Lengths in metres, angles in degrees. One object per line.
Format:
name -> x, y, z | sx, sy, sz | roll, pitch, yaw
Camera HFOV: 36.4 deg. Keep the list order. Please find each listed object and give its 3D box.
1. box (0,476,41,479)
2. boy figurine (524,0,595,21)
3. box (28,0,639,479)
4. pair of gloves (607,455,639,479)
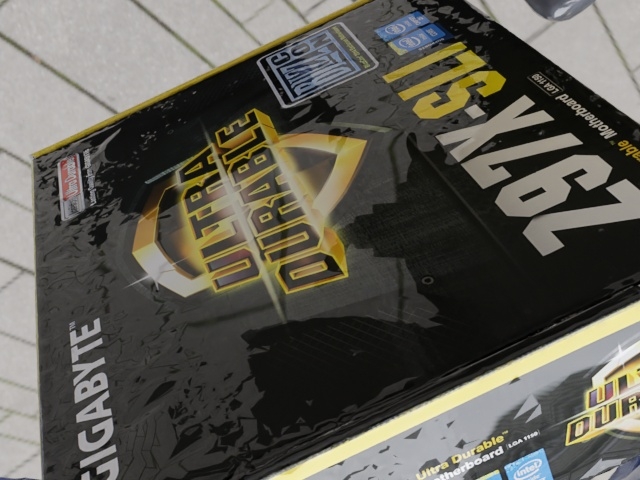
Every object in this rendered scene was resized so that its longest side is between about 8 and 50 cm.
box -> -0.156, 0.233, 0.648 | 0.037, 0.136, 0.225 | -13, 157, 24
boy figurine -> 0.054, -0.158, 0.377 | 0.177, 0.092, 0.285 | -32, 166, 33
box -> 0.000, 0.000, 0.446 | 0.257, 0.322, 0.079 | -24, 123, -2
pair of gloves -> 0.146, 0.131, 0.440 | 0.159, 0.023, 0.198 | -43, 173, 10
